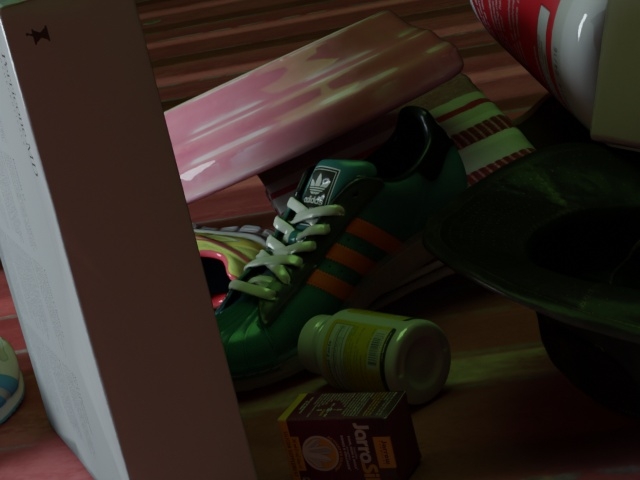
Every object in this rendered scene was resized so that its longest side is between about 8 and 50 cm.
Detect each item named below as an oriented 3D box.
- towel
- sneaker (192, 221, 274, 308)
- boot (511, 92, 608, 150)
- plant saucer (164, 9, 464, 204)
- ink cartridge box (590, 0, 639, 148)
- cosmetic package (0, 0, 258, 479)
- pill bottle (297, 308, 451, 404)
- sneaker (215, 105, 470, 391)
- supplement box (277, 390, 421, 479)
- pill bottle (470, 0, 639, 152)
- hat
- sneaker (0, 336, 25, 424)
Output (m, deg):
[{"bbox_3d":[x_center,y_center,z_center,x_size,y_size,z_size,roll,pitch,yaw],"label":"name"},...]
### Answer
[{"bbox_3d":[0.081,-0.045,1.660,0.237,0.037,0.329,-26,28,-3],"label":"towel"},{"bbox_3d":[-0.137,0.026,1.659,0.208,0.081,0.094,-3,21,26],"label":"sneaker"},{"bbox_3d":[0.229,-0.065,1.741,0.248,0.090,0.207,-13,29,-6],"label":"boot"},{"bbox_3d":[-0.035,-0.122,1.636,0.332,0.084,0.332,-25,5,2],"label":"plant saucer"},{"bbox_3d":[0.450,-0.121,1.353,0.395,0.166,0.285,4,7,-33],"label":"ink cartridge box"},{"bbox_3d":[-0.168,-0.008,1.277,0.097,0.377,0.284,-18,18,-15],"label":"cosmetic package"},{"bbox_3d":[0.038,0.086,1.366,0.065,0.065,0.116,-25,22,-37],"label":"pill bottle"},{"bbox_3d":[0.000,0.000,1.476,0.302,0.121,0.108,-39,32,-28],"label":"sneaker"},{"bbox_3d":[0.020,0.136,1.233,0.083,0.055,0.043,-5,20,26],"label":"supplement box"},{"bbox_3d":[0.274,-0.250,1.734,0.229,0.229,0.407,-15,28,-9],"label":"pill bottle"},{"bbox_3d":[0.237,0.045,1.247,0.331,0.134,0.331,-2,25,1],"label":"hat"},{"bbox_3d":[-0.309,0.115,1.471,0.087,0.092,0.228,-11,16,12],"label":"sneaker"}]
